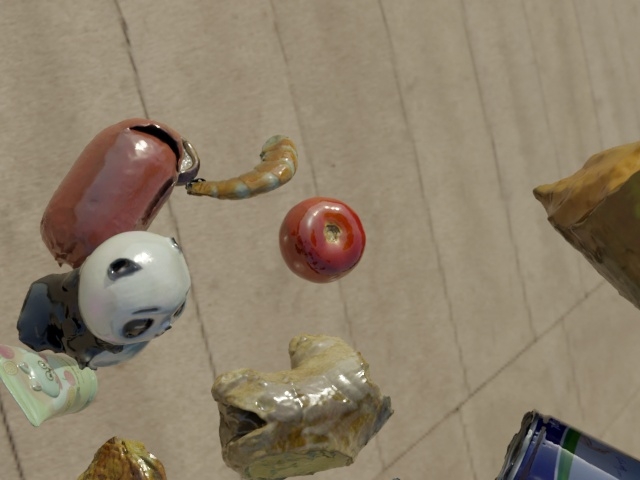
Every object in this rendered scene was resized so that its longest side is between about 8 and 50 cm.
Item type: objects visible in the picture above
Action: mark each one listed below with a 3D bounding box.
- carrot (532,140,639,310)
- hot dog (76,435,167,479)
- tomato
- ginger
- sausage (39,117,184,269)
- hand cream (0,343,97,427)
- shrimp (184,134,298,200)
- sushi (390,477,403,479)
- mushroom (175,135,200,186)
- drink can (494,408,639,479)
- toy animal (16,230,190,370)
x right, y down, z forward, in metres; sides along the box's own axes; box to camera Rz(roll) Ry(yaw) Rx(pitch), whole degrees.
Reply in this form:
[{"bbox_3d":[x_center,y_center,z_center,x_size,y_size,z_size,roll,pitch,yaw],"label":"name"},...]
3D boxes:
[{"bbox_3d":[0.358,0.000,0.770,0.340,0.241,0.241,50,31,19],"label":"carrot"},{"bbox_3d":[-0.299,0.390,1.353,0.259,0.175,0.114,-45,135,3],"label":"hot dog"},{"bbox_3d":[0.000,0.000,2.108,0.195,0.136,0.195,8,73,-26],"label":"tomato"},{"bbox_3d":[-0.029,0.233,1.426,0.276,0.130,0.221,11,62,-22],"label":"ginger"},{"bbox_3d":[-0.317,-0.071,1.526,0.152,0.152,0.279,50,59,-36],"label":"sausage"},{"bbox_3d":[-0.427,0.222,1.520,0.147,0.093,0.306,55,-1,9],"label":"hand cream"},{"bbox_3d":[-0.115,-0.102,1.480,0.161,0.166,0.049,-82,158,-58],"label":"shrimp"},{"bbox_3d":[0.052,0.321,0.875,0.201,0.139,0.031,-44,160,-18],"label":"sushi"},{"bbox_3d":[-0.283,-0.149,1.838,0.123,0.052,0.123,14,47,-15],"label":"mushroom"},{"bbox_3d":[0.248,0.220,0.750,0.097,0.235,0.097,-59,168,-20],"label":"drink can"},{"bbox_3d":[-0.237,0.071,1.160,0.166,0.179,0.138,-33,94,-54],"label":"toy animal"}]
